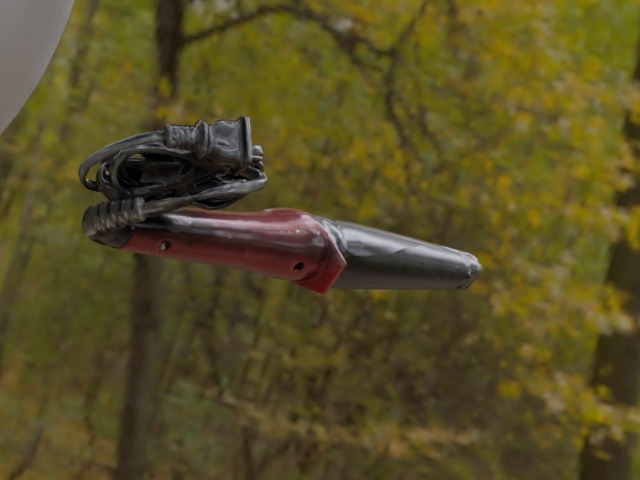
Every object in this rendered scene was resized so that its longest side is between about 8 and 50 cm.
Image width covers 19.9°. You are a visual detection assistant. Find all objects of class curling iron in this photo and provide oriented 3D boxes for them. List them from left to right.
[{"bbox_3d":[0.000,0.000,0.727,0.068,0.035,0.274,-20,-19,25],"label":"curling iron"}]

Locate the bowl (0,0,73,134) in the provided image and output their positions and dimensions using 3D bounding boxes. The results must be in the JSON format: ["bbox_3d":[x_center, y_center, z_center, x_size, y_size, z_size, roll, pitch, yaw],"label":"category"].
[{"bbox_3d":[-0.225,-0.126,0.536,0.298,0.298,0.134,16,26,21],"label":"bowl"}]
